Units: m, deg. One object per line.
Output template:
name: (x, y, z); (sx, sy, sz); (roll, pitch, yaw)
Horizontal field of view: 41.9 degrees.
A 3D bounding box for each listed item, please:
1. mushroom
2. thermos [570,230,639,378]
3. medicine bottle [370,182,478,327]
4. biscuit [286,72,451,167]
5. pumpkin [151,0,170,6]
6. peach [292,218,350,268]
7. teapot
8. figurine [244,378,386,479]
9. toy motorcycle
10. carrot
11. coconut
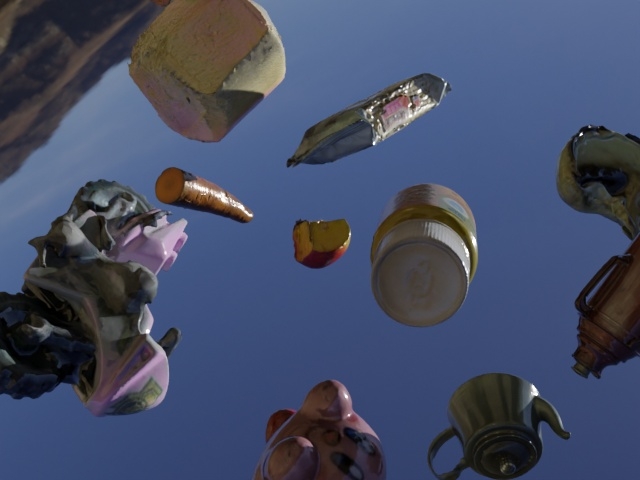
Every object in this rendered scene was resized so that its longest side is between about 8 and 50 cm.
mushroom: (0.606, -0.091, 1.677); (0.130, 0.344, 0.247); (133, -32, -57)
thermos: (0.380, 0.068, 1.015); (0.232, 0.124, 0.099); (-52, -158, 2)
medicine bottle: (0.215, 0.025, 1.745); (0.224, 0.224, 0.384); (-33, -172, 17)
biscuit: (0.086, -0.211, 1.462); (0.186, 0.079, 0.309); (-21, -169, 41)
pumpkin: (-0.308, -0.464, 1.536); (0.050, 0.083, 0.028); (100, 12, -63)
peach: (0.004, 0.006, 2.002); (0.151, 0.118, 0.151); (2, -170, 0)
teapot: (0.289, 0.331, 1.381); (0.239, 0.162, 0.149); (-21, -150, 13)
figurine: (-0.004, 0.388, 1.386); (0.261, 0.211, 0.269); (-47, -176, 45)
toy motorcycle: (-0.213, 0.058, 0.843); (0.143, 0.188, 0.327); (-50, -169, 31)
carrot: (-0.178, -0.064, 1.384); (0.061, 0.210, 0.061); (-10, -108, 33)
coconut: (-0.179, -0.312, 1.409); (0.233, 0.233, 0.245); (-4, -137, 56)
